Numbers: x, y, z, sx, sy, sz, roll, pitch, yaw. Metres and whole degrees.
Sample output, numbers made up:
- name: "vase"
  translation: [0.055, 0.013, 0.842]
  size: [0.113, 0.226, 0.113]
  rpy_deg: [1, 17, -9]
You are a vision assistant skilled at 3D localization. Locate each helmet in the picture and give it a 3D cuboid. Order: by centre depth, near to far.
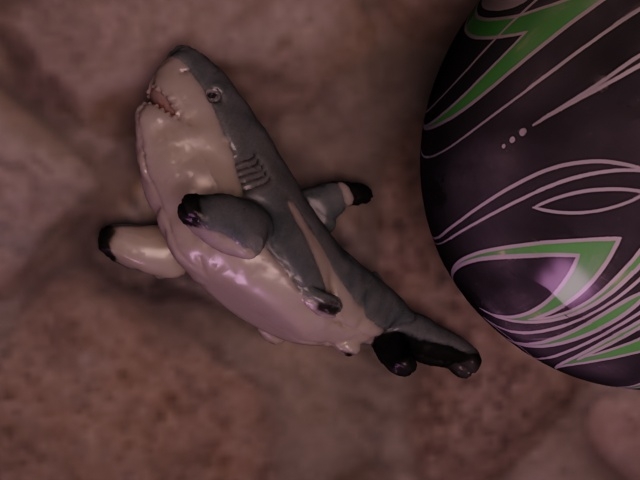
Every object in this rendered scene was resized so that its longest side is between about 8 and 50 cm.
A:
- name: "helmet"
  translation: [0.116, -0.032, 0.613]
  size: [0.169, 0.161, 0.169]
  rpy_deg: [-2, 102, -11]

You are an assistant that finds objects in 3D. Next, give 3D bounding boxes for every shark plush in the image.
- name: "shark plush"
  translation: [0.000, 0.000, 0.657]
  size: [0.161, 0.073, 0.067]
  rpy_deg: [31, 65, -11]
